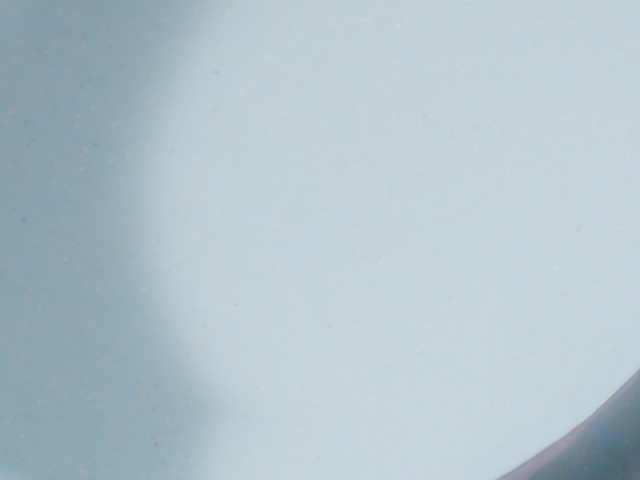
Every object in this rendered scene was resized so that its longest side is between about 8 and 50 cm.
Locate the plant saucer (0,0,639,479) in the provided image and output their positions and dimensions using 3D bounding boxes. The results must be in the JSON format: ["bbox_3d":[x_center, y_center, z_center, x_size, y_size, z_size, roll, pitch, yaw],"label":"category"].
[{"bbox_3d":[0.000,0.000,0.507,0.317,0.044,0.317,-8,127,-11],"label":"plant saucer"}]
